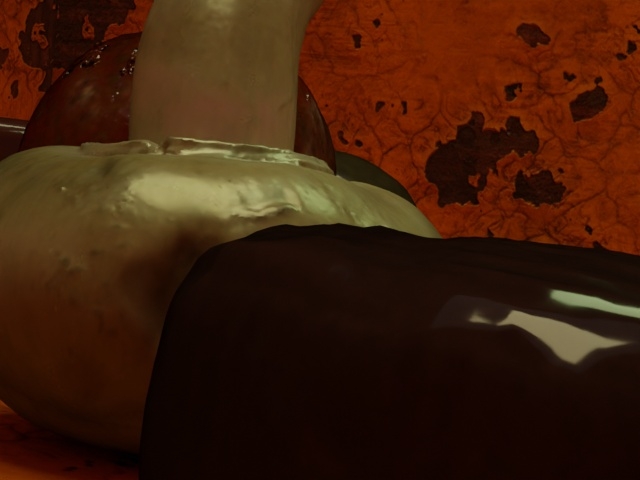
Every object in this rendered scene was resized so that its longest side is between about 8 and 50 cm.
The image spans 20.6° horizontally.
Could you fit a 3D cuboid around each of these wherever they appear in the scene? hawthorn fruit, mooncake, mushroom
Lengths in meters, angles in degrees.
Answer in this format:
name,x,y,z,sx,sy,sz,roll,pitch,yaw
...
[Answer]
name,x,y,z,sx,sy,sz,roll,pitch,yaw
hawthorn fruit,-0.134,-0.043,1.538,0.316,0.316,0.316,5,4,0
mooncake,0.091,0.087,0.718,0.334,0.174,0.326,4,2,0
mushroom,-0.074,0.008,1.113,0.315,0.315,0.356,5,38,-4

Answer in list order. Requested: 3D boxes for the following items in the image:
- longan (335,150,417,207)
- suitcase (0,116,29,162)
name,x,y,z,sx,sy,sz,roll,pitch,yaw
longan,0.000,0.000,1.736,0.212,0.198,0.198,5,4,-1
suitcase,-0.404,-0.056,1.988,0.297,0.161,0.236,4,-4,-27
